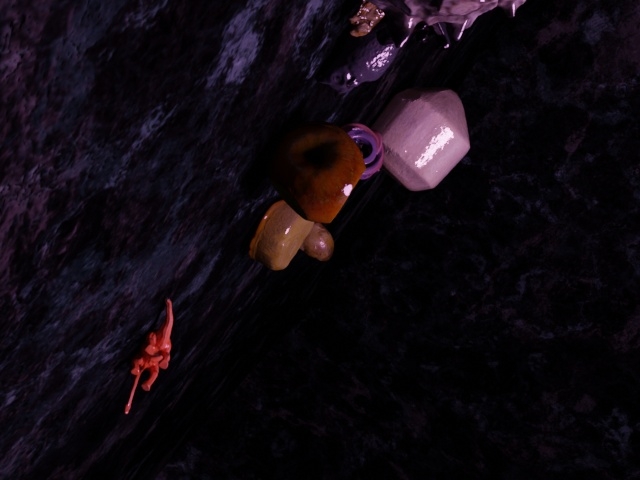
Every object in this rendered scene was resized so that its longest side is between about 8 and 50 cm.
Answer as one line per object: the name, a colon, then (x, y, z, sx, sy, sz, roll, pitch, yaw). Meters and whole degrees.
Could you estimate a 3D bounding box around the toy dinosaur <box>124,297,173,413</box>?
toy dinosaur: (-0.298, 0.211, 1.218, 0.279, 0.055, 0.101, -58, -165, 21)

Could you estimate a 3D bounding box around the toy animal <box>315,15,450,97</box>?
toy animal: (0.079, -0.313, 1.070, 0.210, 0.117, 0.121, -29, 141, 17)

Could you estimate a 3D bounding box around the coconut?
coconut: (0.257, -0.270, 1.791, 0.266, 0.237, 0.237, -49, 174, 11)

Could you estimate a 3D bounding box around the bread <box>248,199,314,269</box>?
bread: (-0.080, -0.021, 1.415, 0.156, 0.086, 0.125, -55, 164, -13)

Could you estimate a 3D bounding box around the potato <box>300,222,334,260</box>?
potato: (0.000, 0.000, 1.990, 0.096, 0.103, 0.066, -51, 176, -29)

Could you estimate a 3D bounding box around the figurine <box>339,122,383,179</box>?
figurine: (0.063, -0.190, 1.493, 0.126, 0.114, 0.157, -19, -165, -16)

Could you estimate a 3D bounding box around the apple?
apple: (0.000, -0.108, 1.134, 0.146, 0.163, 0.147, -43, 156, -13)

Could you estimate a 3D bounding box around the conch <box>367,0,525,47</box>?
conch: (0.120, -0.304, 0.676, 0.313, 0.240, 0.186, 94, 17, -54)

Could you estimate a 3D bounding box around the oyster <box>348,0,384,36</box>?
oyster: (0.085, -0.349, 0.970, 0.148, 0.051, 0.103, -56, 172, 26)
